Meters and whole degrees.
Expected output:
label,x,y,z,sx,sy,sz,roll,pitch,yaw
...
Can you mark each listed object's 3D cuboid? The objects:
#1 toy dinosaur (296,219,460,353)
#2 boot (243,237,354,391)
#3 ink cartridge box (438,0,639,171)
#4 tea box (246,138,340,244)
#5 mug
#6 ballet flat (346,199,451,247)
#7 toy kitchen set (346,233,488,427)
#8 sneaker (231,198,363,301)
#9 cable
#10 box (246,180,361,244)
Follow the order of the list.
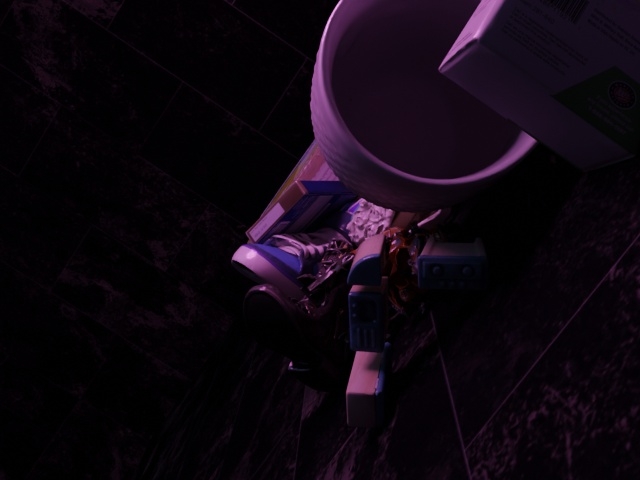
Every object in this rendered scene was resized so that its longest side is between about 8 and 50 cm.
label,x,y,z,sx,sy,sz,roll,pitch,yaw
toy dinosaur,0.102,0.055,1.316,0.218,0.164,0.322,-42,-14,-10
boot,-0.008,0.086,1.452,0.091,0.263,0.229,-2,49,33
ink cartridge box,0.288,-0.245,0.965,0.278,0.201,0.117,-57,7,-11
tea box,0.028,-0.071,1.915,0.329,0.220,0.323,-54,8,18
mug,0.167,-0.190,1.187,0.374,0.276,0.328,-26,-5,-7
ballet flat,0.188,-0.108,1.445,0.408,0.147,0.147,-58,5,32
toy kitchen set,0.117,0.111,1.114,0.122,0.166,0.207,-68,-23,-62
sneaker,0.001,0.000,1.600,0.323,0.130,0.236,35,-97,-52
cable,0.246,-0.075,1.129,0.150,0.047,0.184,-58,6,-14
box,-0.020,-0.050,1.633,0.136,0.036,0.225,-45,-20,25
